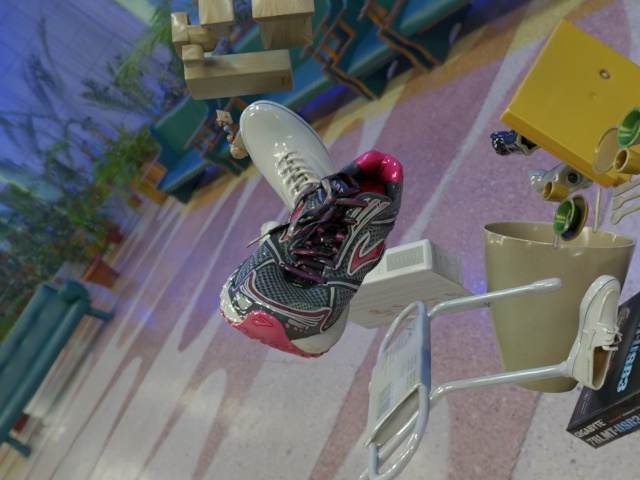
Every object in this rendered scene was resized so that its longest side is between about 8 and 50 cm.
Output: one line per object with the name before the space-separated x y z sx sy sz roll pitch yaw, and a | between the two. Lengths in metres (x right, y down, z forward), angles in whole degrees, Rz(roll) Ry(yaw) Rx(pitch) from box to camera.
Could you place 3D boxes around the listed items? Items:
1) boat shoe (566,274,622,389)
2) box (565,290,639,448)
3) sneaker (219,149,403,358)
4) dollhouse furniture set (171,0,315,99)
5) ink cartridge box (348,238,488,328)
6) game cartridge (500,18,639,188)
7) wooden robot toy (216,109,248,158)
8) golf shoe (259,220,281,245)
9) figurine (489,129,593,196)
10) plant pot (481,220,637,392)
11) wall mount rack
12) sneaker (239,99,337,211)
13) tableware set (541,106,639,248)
boat shoe | 0.237 0.079 0.566 0.035 0.035 0.100 41 126 57
box | 0.557 0.182 1.137 0.295 0.073 0.293 -53 -10 -29
sneaker | 0.000 0.000 0.658 0.299 0.120 0.112 -54 -12 -56
dollhouse furniture set | -0.080 -0.242 0.703 0.151 0.144 0.123 85 180 -76
ink cartridge box | 0.146 0.097 1.337 0.296 0.261 0.066 -16 63 33
game cartridge | 0.558 -0.286 1.406 0.324 0.285 0.053 -54 -4 -27
wooden robot toy | -0.151 -0.201 1.390 0.079 0.173 0.076 -50 23 38
golf shoe | -0.033 0.032 1.042 0.086 0.069 0.176 -41 61 32
figurine | 0.502 -0.185 1.569 0.092 0.215 0.209 -46 8 -3
plant pot | 0.404 0.119 1.202 0.256 0.256 0.274 -147 59 -68
wall mount rack | 0.171 0.169 0.843 0.304 0.130 0.350 -53 7 22
sneaker | -0.015 -0.075 0.873 0.094 0.258 0.091 -37 3 6
tableware set | 0.252 -0.057 0.630 0.154 0.024 0.104 125 159 -73
